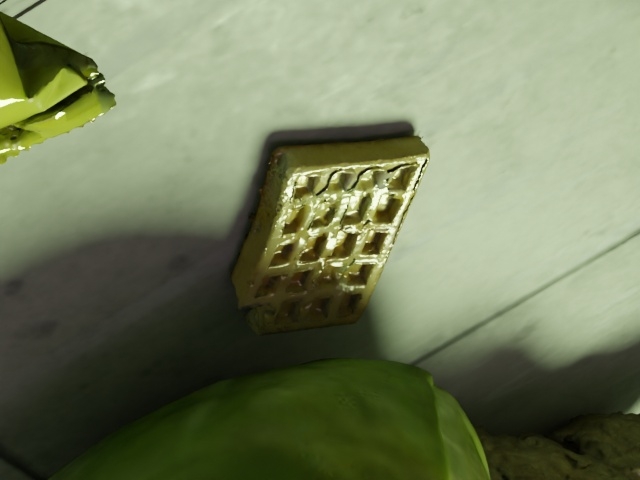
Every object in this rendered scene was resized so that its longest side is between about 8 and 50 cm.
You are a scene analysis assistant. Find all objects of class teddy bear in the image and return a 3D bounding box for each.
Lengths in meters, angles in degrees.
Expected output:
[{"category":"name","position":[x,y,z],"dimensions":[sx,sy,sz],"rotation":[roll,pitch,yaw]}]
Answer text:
[{"category":"teddy bear","position":[0.173,0.199,0.991],"dimensions":[0.256,0.156,0.267],"rotation":[-1,177,-31]}]

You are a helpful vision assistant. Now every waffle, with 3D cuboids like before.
[{"category":"waffle","position":[0.000,0.000,0.741],"dimensions":[0.092,0.021,0.135],"rotation":[-7,139,-29]}]

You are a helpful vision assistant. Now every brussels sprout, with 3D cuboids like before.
[{"category":"brussels sprout","position":[-0.020,0.209,0.798],"dimensions":[0.328,0.247,0.328],"rotation":[2,133,2]}]

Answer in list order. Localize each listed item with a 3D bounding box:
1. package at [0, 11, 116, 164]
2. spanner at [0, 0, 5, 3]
[{"category":"package","position":[-0.179,-0.084,0.436],"dimensions":[0.168,0.090,0.226],"rotation":[-27,125,-4]},{"category":"spanner","position":[-0.019,-0.173,0.420],"dimensions":[0.325,0.040,0.095],"rotation":[-46,142,-6]}]
